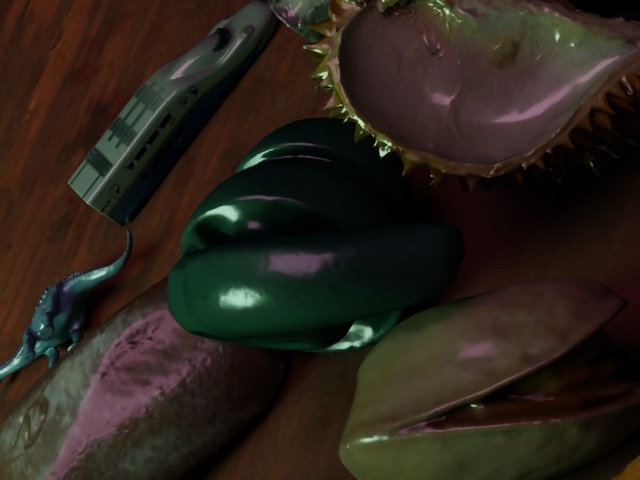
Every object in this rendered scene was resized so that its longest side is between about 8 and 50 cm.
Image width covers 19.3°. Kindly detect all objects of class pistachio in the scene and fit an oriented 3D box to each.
[{"bbox_3d":[0.105,0.097,1.161,0.206,0.131,0.129,-24,90,32],"label":"pistachio"}]

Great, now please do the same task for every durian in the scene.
[{"bbox_3d":[0.115,-0.101,1.244,0.252,0.144,0.139,20,101,18],"label":"durian"}]

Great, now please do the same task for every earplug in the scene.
[{"bbox_3d":[-0.004,-0.006,1.281,0.280,0.164,0.257,-71,6,-46],"label":"earplug"}]

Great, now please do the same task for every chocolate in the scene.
[{"bbox_3d":[-0.151,0.117,1.415,0.261,0.083,0.161,-42,43,-1],"label":"chocolate"}]

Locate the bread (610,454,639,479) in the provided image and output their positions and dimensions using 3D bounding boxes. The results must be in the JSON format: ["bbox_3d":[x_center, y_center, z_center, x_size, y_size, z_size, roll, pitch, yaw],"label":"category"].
[{"bbox_3d":[0.214,0.219,0.966,0.174,0.121,0.245,-47,37,12],"label":"bread"}]

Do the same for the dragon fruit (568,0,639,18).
[{"bbox_3d":[0.204,-0.274,1.255,0.244,0.244,0.299,-44,28,13],"label":"dragon fruit"}]

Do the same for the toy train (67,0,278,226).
[{"bbox_3d":[-0.123,-0.122,1.616,0.234,0.051,0.052,-52,43,3],"label":"toy train"}]

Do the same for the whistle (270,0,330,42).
[{"bbox_3d":[0.078,-0.311,1.497,0.142,0.134,0.346,41,105,15],"label":"whistle"}]

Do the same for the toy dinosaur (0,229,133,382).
[{"bbox_3d":[-0.222,0.068,1.583,0.197,0.045,0.080,-46,28,16],"label":"toy dinosaur"}]
